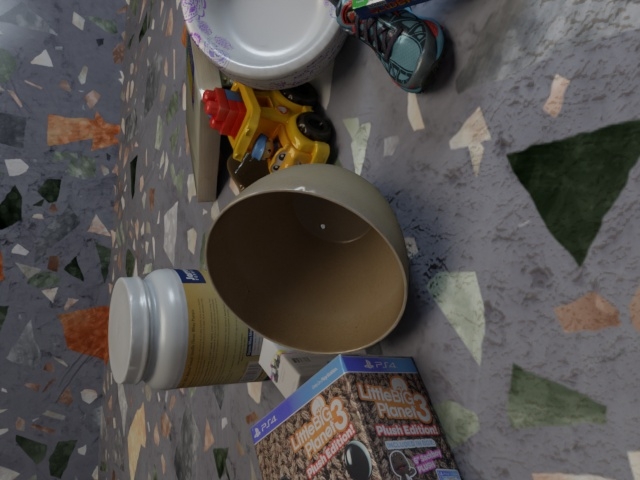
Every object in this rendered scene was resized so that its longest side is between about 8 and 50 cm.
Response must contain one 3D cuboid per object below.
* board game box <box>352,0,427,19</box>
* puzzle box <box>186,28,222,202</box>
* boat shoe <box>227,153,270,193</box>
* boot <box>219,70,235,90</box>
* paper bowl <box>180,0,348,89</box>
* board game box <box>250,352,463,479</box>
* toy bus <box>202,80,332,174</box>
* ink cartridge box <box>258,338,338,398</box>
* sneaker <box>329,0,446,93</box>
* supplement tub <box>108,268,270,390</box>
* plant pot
[{"bbox_3d":[0.135,-0.375,0.748,0.201,0.035,0.136,-7,80,26],"label":"board game box"},{"bbox_3d":[-0.287,-0.310,1.430,0.409,0.052,0.272,114,148,-60],"label":"puzzle box"},{"bbox_3d":[-0.108,-0.067,1.184,0.302,0.109,0.098,62,177,40],"label":"boat shoe"},{"bbox_3d":[-0.185,-0.447,1.333,0.262,0.095,0.204,-26,65,58],"label":"boot"},{"bbox_3d":[-0.084,-0.403,1.016,0.148,0.284,0.285,-11,-75,-85],"label":"paper bowl"},{"bbox_3d":[0.054,0.335,0.783,0.232,0.141,0.291,-47,48,33],"label":"board game box"},{"bbox_3d":[-0.108,-0.204,1.074,0.149,0.211,0.220,-54,45,40],"label":"toy bus"},{"bbox_3d":[-0.036,0.209,1.019,0.181,0.104,0.062,36,118,56],"label":"ink cartridge box"},{"bbox_3d":[0.078,-0.303,0.847,0.104,0.125,0.262,-62,39,37],"label":"sneaker"},{"bbox_3d":[-0.230,0.168,1.142,0.228,0.316,0.229,-8,81,59],"label":"supplement tub"},{"bbox_3d":[0.000,0.000,0.864,0.284,0.284,0.191,-59,4,39],"label":"plant pot"}]
